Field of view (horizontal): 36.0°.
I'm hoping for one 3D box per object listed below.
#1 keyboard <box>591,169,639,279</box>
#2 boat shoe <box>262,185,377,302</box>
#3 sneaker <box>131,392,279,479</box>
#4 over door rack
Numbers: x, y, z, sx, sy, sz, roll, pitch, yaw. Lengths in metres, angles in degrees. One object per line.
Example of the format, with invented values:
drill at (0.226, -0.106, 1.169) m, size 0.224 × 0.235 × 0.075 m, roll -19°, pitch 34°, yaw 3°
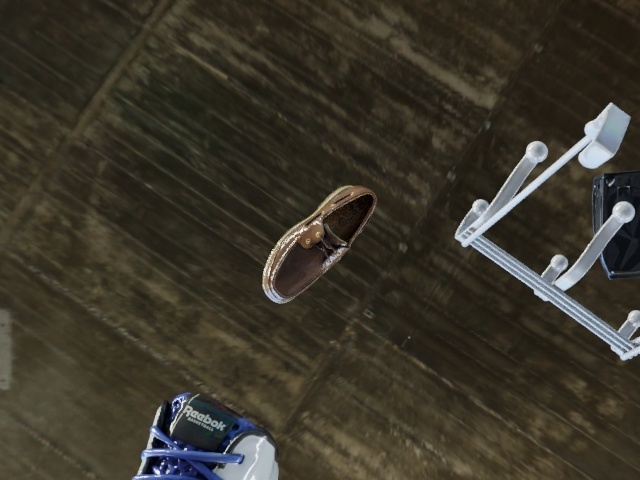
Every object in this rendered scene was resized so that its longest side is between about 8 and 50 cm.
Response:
keyboard at (0.449, -0.067, 1.071) m, size 0.317 × 0.033 × 0.201 m, roll -5°, pitch -76°, yaw -8°
boat shoe at (0.001, 0.000, 1.159) m, size 0.064 × 0.060 × 0.178 m, roll 46°, pitch -107°, yaw -13°
sneaker at (-0.126, 0.225, 0.783) m, size 0.127 × 0.315 × 0.182 m, roll 13°, pitch -71°, yaw 25°
over door rack at (0.296, -0.005, 0.942) m, size 0.239 × 0.324 × 0.108 m, roll 34°, pitch -110°, yaw -3°
